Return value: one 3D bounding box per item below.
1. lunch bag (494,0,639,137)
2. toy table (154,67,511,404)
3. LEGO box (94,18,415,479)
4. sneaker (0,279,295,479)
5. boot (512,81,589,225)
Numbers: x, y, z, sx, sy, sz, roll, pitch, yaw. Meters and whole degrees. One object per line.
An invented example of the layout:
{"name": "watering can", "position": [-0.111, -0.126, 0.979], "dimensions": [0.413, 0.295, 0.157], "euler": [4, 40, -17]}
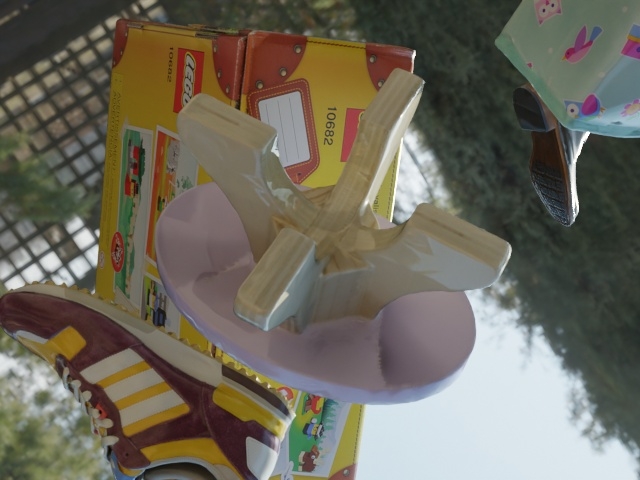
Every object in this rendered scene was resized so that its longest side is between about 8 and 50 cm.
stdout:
{"name": "lunch bag", "position": [0.330, -0.210, 0.873], "dimensions": [0.262, 0.160, 0.223], "euler": [2, 134, -36]}
{"name": "toy table", "position": [0.000, 0.000, 0.727], "dimensions": [0.160, 0.274, 0.252], "euler": [101, 7, -53]}
{"name": "LEGO box", "position": [-0.105, 0.012, 1.092], "dimensions": [0.193, 0.499, 0.372], "euler": [0, -166, -31]}
{"name": "sneaker", "position": [-0.111, 0.090, 0.540], "dimensions": [0.069, 0.186, 0.083], "euler": [99, 15, -64]}
{"name": "boot", "position": [0.340, -0.130, 1.302], "dimensions": [0.106, 0.219, 0.082], "euler": [-31, -150, -17]}
